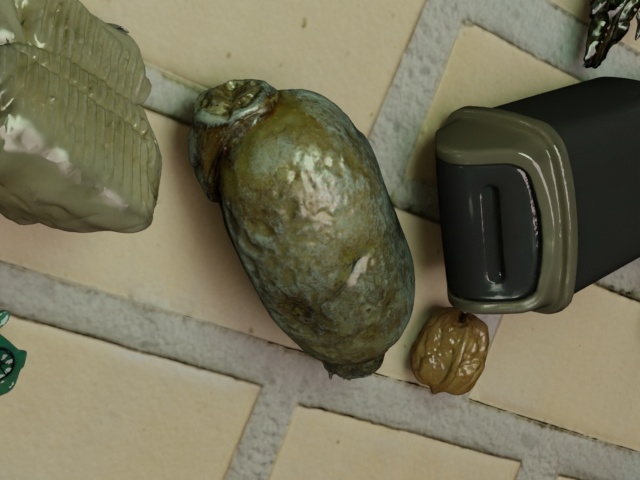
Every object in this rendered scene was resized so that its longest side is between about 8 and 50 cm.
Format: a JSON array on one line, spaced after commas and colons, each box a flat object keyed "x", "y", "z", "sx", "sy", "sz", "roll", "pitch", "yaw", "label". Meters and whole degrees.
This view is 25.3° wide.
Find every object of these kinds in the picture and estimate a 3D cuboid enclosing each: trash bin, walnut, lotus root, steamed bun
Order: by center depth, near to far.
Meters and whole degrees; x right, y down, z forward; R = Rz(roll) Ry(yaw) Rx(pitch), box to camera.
[{"x": -0.236, "y": -0.101, "z": 1.167, "sx": 0.144, "sy": 0.211, "sz": 0.218, "roll": -29, "pitch": 137, "yaw": 30, "label": "steamed bun"}, {"x": 0.002, "y": -0.001, "z": 1.344, "sx": 0.175, "sy": 0.175, "sz": 0.349, "roll": -39, "pitch": 126, "yaw": -18, "label": "lotus root"}, {"x": 0.243, "y": -0.052, "z": 1.486, "sx": 0.290, "sy": 0.182, "sz": 0.209, "roll": -21, "pitch": 115, "yaw": -33, "label": "trash bin"}, {"x": 0.139, "y": 0.121, "z": 1.531, "sx": 0.079, "sy": 0.082, "sz": 0.096, "roll": 21, "pitch": 94, "yaw": -8, "label": "walnut"}]

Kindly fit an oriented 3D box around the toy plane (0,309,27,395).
[{"x": -0.356, "y": -0.009, "z": 1.149, "sx": 0.155, "sy": 0.106, "sz": 0.382, "roll": -41, "pitch": 124, "yaw": -9, "label": "toy plane"}]

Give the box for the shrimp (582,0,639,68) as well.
[{"x": 0.280, "y": -0.365, "z": 1.485, "sx": 0.233, "sy": 0.071, "sz": 0.365, "roll": 4, "pitch": 103, "yaw": -25, "label": "shrimp"}]
